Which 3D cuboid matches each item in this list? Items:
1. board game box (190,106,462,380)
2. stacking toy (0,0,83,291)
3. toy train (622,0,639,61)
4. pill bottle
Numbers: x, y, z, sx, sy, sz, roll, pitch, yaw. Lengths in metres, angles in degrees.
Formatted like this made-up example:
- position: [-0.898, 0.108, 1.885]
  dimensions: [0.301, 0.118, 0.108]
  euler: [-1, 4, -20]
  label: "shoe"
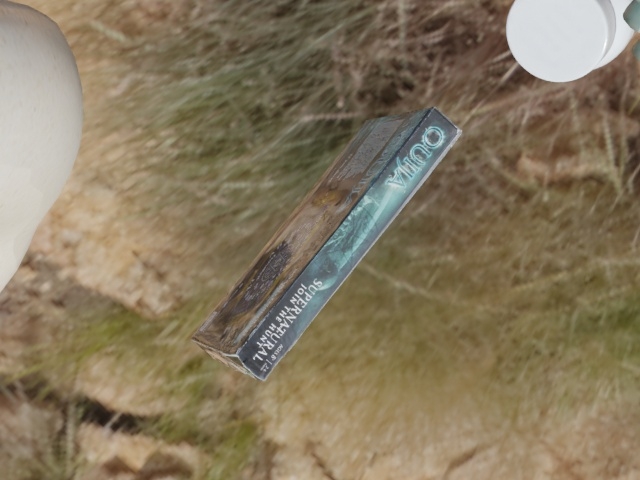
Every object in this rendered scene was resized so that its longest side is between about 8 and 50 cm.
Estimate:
- position: [0.000, 0.000, 0.854]
  dimensions: [0.026, 0.126, 0.186]
  euler: [41, 81, -13]
  label: "board game box"
- position: [-0.321, -0.118, 0.354]
  dimensions: [0.350, 0.350, 0.480]
  euler: [-33, 91, 30]
  label: "stacking toy"
- position: [0.160, -0.174, 0.514]
  dimensions: [0.190, 0.334, 0.142]
  euler: [-39, 83, 11]
  label: "toy train"
- position: [0.268, -0.242, 1.430]
  dimensions: [0.121, 0.221, 0.121]
  euler: [11, 118, 22]
  label: "pill bottle"
